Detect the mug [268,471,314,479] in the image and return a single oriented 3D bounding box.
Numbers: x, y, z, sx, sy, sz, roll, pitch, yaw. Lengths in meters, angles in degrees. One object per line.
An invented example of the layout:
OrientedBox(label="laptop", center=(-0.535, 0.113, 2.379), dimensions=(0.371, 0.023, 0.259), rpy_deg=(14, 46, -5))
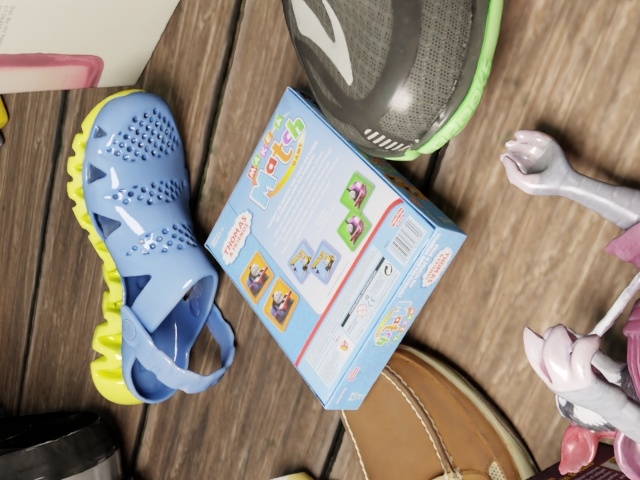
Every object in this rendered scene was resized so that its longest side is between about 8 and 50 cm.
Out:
OrientedBox(label="mug", center=(-0.017, 0.241, 0.851), dimensions=(0.062, 0.078, 0.064), rpy_deg=(114, 144, -73))

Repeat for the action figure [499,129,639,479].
OrientedBox(label="action figure", center=(0.240, 0.012, 0.486), dimensions=(0.276, 0.248, 0.370), rpy_deg=(18, 136, -3))

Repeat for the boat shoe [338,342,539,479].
OrientedBox(label="boat shoe", center=(0.100, 0.223, 0.672), dimensions=(0.324, 0.120, 0.122), rpy_deg=(58, 133, 20))

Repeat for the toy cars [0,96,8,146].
OrientedBox(label="toy cars", center=(-0.547, -0.173, 1.271), dimensions=(0.394, 0.087, 0.176), rpy_deg=(23, 114, 41))

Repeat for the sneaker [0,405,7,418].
OrientedBox(label="sneaker", center=(-0.466, 0.282, 1.307), dimensions=(0.084, 0.058, 0.152), rpy_deg=(54, 128, 15))

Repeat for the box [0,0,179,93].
OrientedBox(label="box", center=(-0.276, -0.229, 0.875), dimensions=(0.148, 0.232, 0.127), rpy_deg=(57, 133, 21))

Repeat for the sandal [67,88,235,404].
OrientedBox(label="sandal", center=(-0.145, 0.017, 0.888), dimensions=(0.138, 0.126, 0.317), rpy_deg=(12, 116, 40))

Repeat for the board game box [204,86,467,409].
OrientedBox(label="board game box", center=(0.000, 0.000, 0.733), dimensions=(0.211, 0.039, 0.160), rpy_deg=(48, 117, 41))

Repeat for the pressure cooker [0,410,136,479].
OrientedBox(label="pressure cooker", center=(-0.368, 0.418, 1.018), dimensions=(0.375, 0.370, 0.420), rpy_deg=(-11, 88, 50))

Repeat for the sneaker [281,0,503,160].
OrientedBox(label="sneaker", center=(-0.033, -0.270, 0.639), dimensions=(0.185, 0.202, 0.483), rpy_deg=(-30, 77, 46))

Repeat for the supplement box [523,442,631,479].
OrientedBox(label="supplement box", center=(0.214, 0.195, 0.559), dimensions=(0.188, 0.104, 0.081), rpy_deg=(11, 107, 45))
